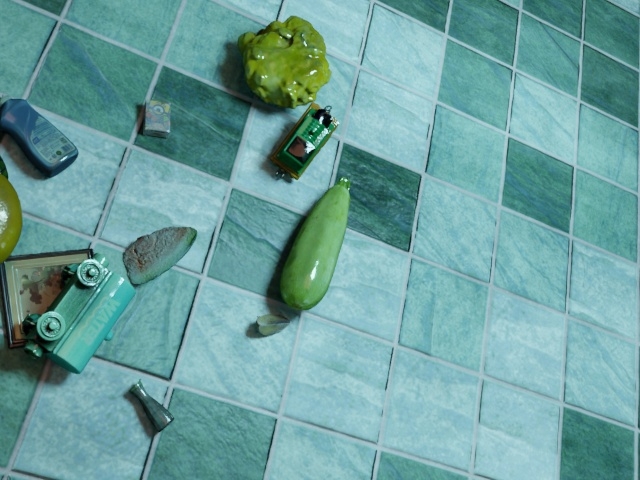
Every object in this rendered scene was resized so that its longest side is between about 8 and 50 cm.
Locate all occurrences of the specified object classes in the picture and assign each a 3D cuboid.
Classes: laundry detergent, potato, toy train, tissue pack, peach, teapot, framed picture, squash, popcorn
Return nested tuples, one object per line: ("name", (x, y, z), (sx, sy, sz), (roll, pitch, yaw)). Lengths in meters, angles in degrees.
("laundry detergent", (-0.626, -0.236, 1.665), (0.206, 0.061, 0.096), (47, 60, -1))
("potato", (-0.117, 0.192, 1.745), (0.093, 0.036, 0.037), (-1, 32, -44))
("toy train", (-0.482, 0.150, 1.551), (0.159, 0.101, 0.248), (44, 58, -22))
("tissue pack", (-0.385, -0.287, 1.813), (0.063, 0.035, 0.083), (5, 67, -23))
("peach", (-0.713, -0.040, 1.497), (0.251, 0.153, 0.251), (10, 60, -17))
("teapot", (-0.349, 0.337, 1.574), (0.042, 0.043, 0.111), (-37, 83, -32))
("toy train", (-0.035, -0.246, 1.887), (0.091, 0.136, 0.228), (38, 83, -7))
("framed picture", (-0.553, 0.116, 1.584), (0.199, 0.010, 0.195), (-6, 72, -26))
("squash", (-0.005, 0.002, 1.827), (0.118, 0.118, 0.371), (27, 58, -13))
("popcorn", (-0.094, -0.444, 1.942), (0.266, 0.192, 0.233), (39, 72, 22))

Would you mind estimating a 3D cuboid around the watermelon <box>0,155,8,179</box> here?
("watermelon", (-0.719, -0.171, 1.613), (0.181, 0.075, 0.092), (35, 103, -6))

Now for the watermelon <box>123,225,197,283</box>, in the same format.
("watermelon", (-0.341, 0.022, 1.675), (0.180, 0.081, 0.094), (-21, 100, 5))
